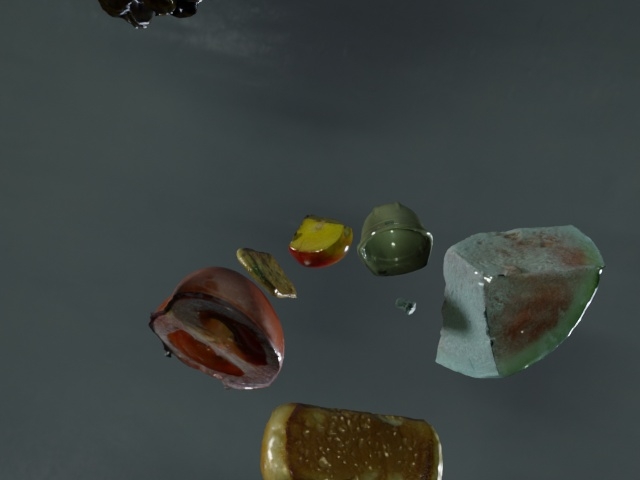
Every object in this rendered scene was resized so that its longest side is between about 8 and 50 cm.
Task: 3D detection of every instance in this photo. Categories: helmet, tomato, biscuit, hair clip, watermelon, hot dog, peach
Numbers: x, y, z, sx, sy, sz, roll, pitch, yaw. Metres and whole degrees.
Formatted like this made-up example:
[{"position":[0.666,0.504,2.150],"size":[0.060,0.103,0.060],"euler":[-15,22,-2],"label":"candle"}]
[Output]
[{"position":[0.195,-0.023,2.210],"size":[0.203,0.137,0.258],"euler":[-10,148,4],"label":"helmet"},{"position":[-0.129,0.117,1.178],"size":[0.199,0.112,0.228],"euler":[42,143,-16],"label":"tomato"},{"position":[-0.100,0.065,1.561],"size":[0.029,0.118,0.247],"euler":[-38,170,5],"label":"biscuit"},{"position":[0.181,0.137,1.704],"size":[0.039,0.030,0.115],"euler":[35,179,14],"label":"hair clip"},{"position":[0.346,0.094,1.571],"size":[0.258,0.387,0.228],"euler":[43,-173,-16],"label":"watermelon"},{"position":[0.050,0.477,1.772],"size":[0.404,0.185,0.223],"euler":[12,150,-18],"label":"hot dog"},{"position":[0.003,0.007,1.874],"size":[0.151,0.119,0.151],"euler":[6,-163,-2],"label":"peach"}]

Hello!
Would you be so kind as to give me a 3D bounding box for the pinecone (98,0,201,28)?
[{"position":[-0.215,-0.401,1.057],"size":[0.243,0.244,0.257],"euler":[24,-177,-33],"label":"pinecone"}]
